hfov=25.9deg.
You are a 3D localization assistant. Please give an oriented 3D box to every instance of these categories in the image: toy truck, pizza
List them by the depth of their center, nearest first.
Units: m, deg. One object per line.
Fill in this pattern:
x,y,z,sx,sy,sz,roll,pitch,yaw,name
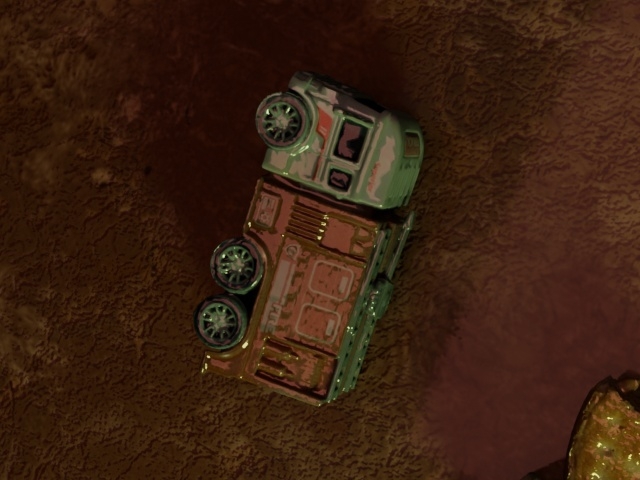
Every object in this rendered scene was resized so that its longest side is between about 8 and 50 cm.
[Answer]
0.318,0.219,1.245,0.199,0.062,0.188,11,106,18,pizza
0.000,0.000,1.346,0.162,0.136,0.305,20,99,15,toy truck

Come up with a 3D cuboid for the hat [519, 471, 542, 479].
0.187,0.336,1.193,0.149,0.244,0.214,-28,102,28,hat
